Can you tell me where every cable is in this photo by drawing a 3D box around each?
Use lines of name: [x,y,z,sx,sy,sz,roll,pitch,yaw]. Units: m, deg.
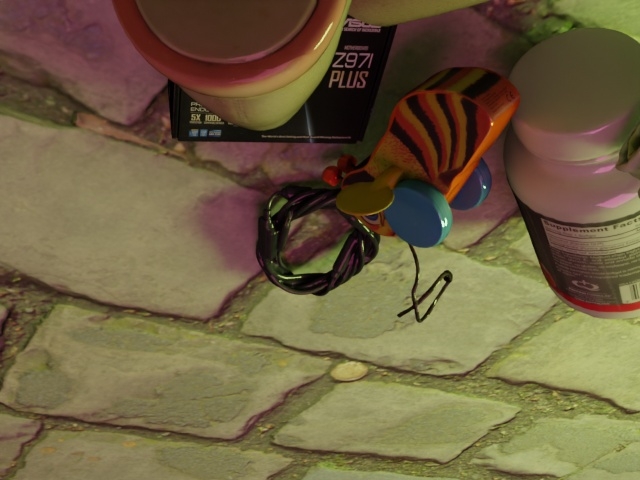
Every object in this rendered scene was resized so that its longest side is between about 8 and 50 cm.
cable: [0.000,0.000,0.955,0.151,0.047,0.184,-10,139,-11]

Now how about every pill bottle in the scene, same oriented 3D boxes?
pill bottle: [0.292,-0.062,0.846,0.176,0.176,0.318,-22,140,12]

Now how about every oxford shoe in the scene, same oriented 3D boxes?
oxford shoe: [-0.029,-0.252,0.427,0.141,0.396,0.146,10,172,4]

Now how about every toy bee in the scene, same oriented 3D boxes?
toy bee: [0.073,-0.056,0.804,0.195,0.162,0.298,-27,146,-54]

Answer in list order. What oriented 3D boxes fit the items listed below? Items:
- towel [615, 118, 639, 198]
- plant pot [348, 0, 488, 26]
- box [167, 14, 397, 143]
towel: [0.470,-0.117,0.624,0.375,0.090,0.320,12,137,-13]
plant pot: [0.109,-0.265,0.522,0.257,0.256,0.274,22,146,-36]
box: [-0.039,-0.164,0.708,0.180,0.077,0.147,0,139,-15]
